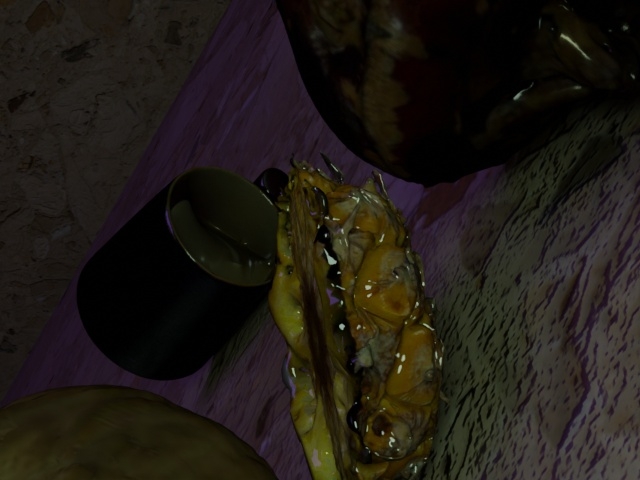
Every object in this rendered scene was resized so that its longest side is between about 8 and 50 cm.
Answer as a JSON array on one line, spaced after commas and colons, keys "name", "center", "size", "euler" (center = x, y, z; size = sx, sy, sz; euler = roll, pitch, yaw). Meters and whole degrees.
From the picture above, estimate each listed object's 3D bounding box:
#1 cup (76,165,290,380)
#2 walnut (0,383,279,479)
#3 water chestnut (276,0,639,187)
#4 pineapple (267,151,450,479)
[{"name": "cup", "center": [-0.132, 0.003, 1.113], "size": [0.177, 0.166, 0.239], "euler": [-44, 26, 40]}, {"name": "walnut", "center": [-0.140, 0.219, 0.549], "size": [0.313, 0.277, 0.252], "euler": [-31, -31, -42]}, {"name": "water chestnut", "center": [0.089, -0.134, 0.591], "size": [0.238, 0.224, 0.223], "euler": [48, 118, 26]}, {"name": "pineapple", "center": [0.021, 0.052, 0.616], "size": [0.225, 0.076, 0.224], "euler": [173, 90, -77]}]
